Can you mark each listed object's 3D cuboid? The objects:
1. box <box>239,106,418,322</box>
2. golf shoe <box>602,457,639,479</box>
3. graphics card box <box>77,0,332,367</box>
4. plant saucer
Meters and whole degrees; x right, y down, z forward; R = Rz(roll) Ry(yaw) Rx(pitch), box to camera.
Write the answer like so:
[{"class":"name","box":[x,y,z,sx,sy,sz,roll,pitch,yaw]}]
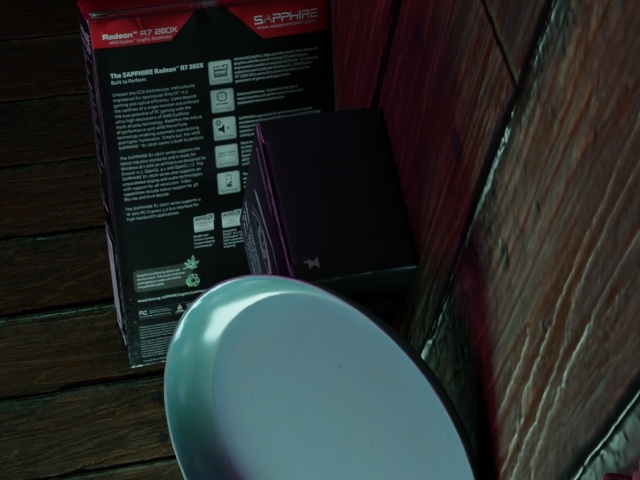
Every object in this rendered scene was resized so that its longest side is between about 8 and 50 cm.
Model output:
[{"class":"box","box":[0.000,0.000,1.120,0.207,0.108,0.153,111,148,-67]},{"class":"golf shoe","box":[0.182,0.157,0.380,0.306,0.115,0.140,-124,17,-79]},{"class":"graphics card box","box":[-0.103,-0.068,1.271,0.094,0.232,0.371,-129,32,-61]},{"class":"plant saucer","box":[0.002,0.169,1.013,0.317,0.043,0.318,18,120,34]}]
